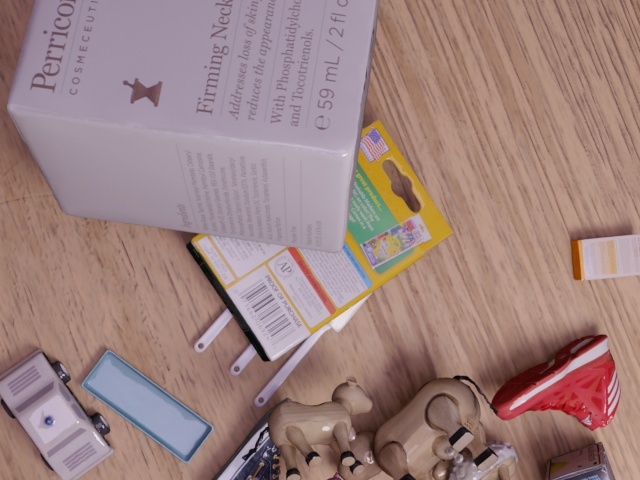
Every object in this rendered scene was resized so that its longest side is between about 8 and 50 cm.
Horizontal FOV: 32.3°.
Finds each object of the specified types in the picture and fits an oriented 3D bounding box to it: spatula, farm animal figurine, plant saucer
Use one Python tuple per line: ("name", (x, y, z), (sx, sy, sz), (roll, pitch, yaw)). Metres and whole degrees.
("spatula", (-0.061, 0.108, 1.613), (0.168, 0.019, 0.242), (42, 87, -8))
("farm animal figurine", (0.088, 0.287, 1.526), (0.326, 0.172, 0.330), (-28, 130, 0))
("plant saucer", (-0.248, 0.239, 1.591), (0.192, 0.018, 0.067), (37, 86, -4))

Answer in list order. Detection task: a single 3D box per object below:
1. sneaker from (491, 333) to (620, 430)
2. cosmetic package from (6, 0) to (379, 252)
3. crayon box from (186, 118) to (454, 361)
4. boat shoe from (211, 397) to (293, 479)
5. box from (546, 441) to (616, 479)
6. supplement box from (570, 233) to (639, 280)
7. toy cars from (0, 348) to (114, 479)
("sneaker", (0.355, 0.235, 1.593), (0.221, 0.087, 0.128), (-27, 95, -23))
("cosmetic package", (-0.135, -0.209, 1.399), (0.393, 0.327, 0.330), (8, 70, 2))
("crayon box", (0.000, 0.000, 1.571), (0.323, 0.083, 0.203), (-34, 91, -13))
("boat shoe", (-0.078, 0.316, 1.585), (0.083, 0.065, 0.183), (40, 92, -5))
("box", (0.408, 0.446, 1.556), (0.087, 0.169, 0.290), (-20, 87, 12))
("supplement box", (0.428, 0.025, 1.648), (0.098, 0.036, 0.062), (-5, 89, -5))
("toy cars", (-0.384, 0.352, 1.541), (0.176, 0.087, 0.394), (5, 88, -5))
